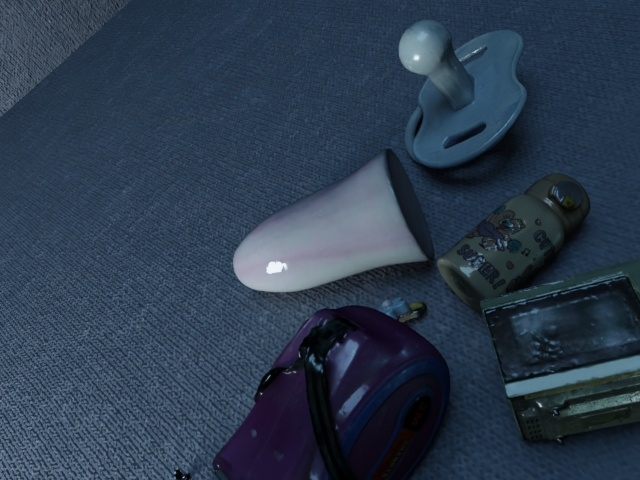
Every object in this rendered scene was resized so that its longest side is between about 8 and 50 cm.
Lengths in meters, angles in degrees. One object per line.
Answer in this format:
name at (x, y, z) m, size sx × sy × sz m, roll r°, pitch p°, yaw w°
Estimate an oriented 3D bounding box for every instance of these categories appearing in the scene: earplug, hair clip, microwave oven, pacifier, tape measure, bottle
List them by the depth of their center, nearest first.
microwave oven at (0.290, 0.122, 0.581) m, size 0.204 × 0.163 × 0.129 m, roll -18°, pitch 47°, yaw 15°
tape measure at (0.023, 0.185, 0.615) m, size 0.149 × 0.245 × 0.232 m, roll 27°, pitch 86°, yaw 41°
bottle at (0.262, -0.005, 0.736) m, size 0.209 × 0.110 × 0.097 m, roll -41°, pitch 78°, yaw -6°
hair clip at (0.046, 0.129, 0.782) m, size 0.213 × 0.056 × 0.062 m, roll -33°, pitch 13°, yaw 0°
earplug at (0.000, 0.000, 0.851) m, size 0.301 × 0.172 × 0.173 m, roll -22°, pitch 47°, yaw 20°
pacifier at (0.200, -0.255, 0.898) m, size 0.238 × 0.225 × 0.287 m, roll -17°, pitch 44°, yaw 41°

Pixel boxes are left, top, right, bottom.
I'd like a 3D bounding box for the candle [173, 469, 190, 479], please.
candle at (-0.144, 0.355, 0.721) m, size 0.167 × 0.021 × 0.026 m, roll 36°, pitch 96°, yaw 41°
